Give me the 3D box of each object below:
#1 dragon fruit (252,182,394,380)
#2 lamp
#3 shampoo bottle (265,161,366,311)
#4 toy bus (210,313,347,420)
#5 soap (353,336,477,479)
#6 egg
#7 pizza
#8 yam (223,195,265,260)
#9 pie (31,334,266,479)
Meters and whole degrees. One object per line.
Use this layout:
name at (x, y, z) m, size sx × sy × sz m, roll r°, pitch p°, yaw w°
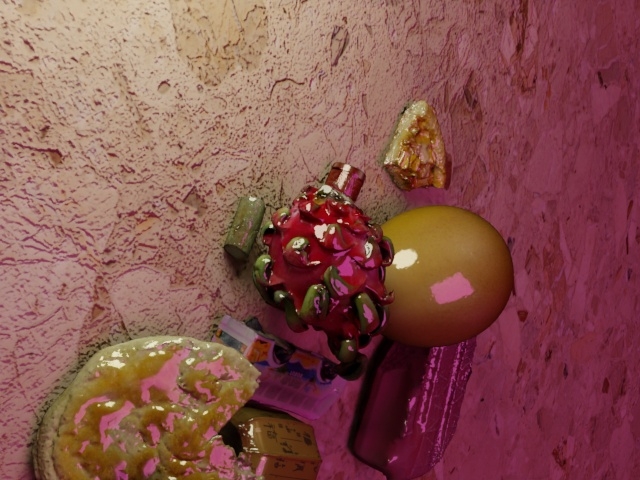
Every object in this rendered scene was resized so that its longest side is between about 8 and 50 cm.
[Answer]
dragon fruit at (0.025, 0.056, 1.111) m, size 0.273 × 0.198 × 0.218 m, roll 46°, pitch 23°, yaw -18°
lamp at (-0.095, 0.335, 1.165) m, size 0.185 × 0.161 × 0.161 m, roll 23°, pitch 84°, yaw -50°
shampoo bottle at (0.000, 0.000, 1.237) m, size 0.102 × 0.064 × 0.260 m, roll 31°, pitch 77°, yaw -40°
toy bus at (-0.065, 0.205, 1.207) m, size 0.274 × 0.090 × 0.112 m, roll 33°, pitch 83°, yaw -48°
soap at (0.189, 0.312, 1.495) m, size 0.220 × 0.127 × 0.324 m, roll 10°, pitch 95°, yaw -48°
egg at (0.193, 0.065, 1.332) m, size 0.323 × 0.250 × 0.250 m, roll -13°, pitch 111°, yaw -39°
pizza at (0.174, -0.160, 1.389) m, size 0.161 × 0.063 × 0.181 m, roll -24°, pitch 120°, yaw -36°
yam at (-0.112, -0.018, 1.122) m, size 0.043 × 0.043 × 0.094 m, roll 28°, pitch 80°, yaw -49°
pie at (-0.206, 0.286, 0.986) m, size 0.338 × 0.075 × 0.337 m, roll 4°, pitch 81°, yaw -24°
